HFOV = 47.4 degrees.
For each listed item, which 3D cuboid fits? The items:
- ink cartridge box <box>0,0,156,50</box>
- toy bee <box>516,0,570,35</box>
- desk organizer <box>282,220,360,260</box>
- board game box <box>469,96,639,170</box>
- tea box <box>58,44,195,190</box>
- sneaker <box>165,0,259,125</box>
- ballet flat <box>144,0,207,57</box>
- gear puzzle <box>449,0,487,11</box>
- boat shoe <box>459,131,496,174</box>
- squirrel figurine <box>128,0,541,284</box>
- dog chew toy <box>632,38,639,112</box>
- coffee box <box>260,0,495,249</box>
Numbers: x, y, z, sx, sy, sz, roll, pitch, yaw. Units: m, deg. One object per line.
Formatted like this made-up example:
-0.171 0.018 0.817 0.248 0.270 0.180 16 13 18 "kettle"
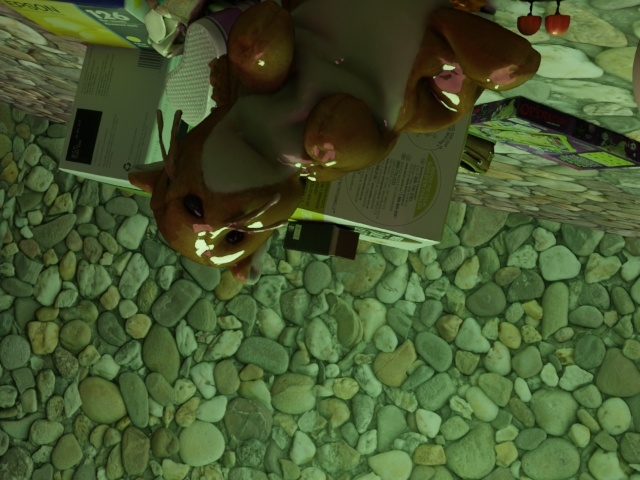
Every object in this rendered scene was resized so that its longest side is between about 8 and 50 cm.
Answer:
-0.433 -0.431 1.327 0.304 0.072 0.307 13 179 20 "ink cartridge box"
0.201 -0.266 0.615 0.298 0.162 0.195 15 175 -33 "toy bee"
0.000 0.000 1.121 0.050 0.047 0.130 13 177 -34 "desk organizer"
0.484 -0.216 1.526 0.347 0.056 0.208 15 173 -23 "board game box"
-0.359 -0.265 1.618 0.220 0.328 0.323 12 178 20 "tea box"
-0.166 -0.306 1.265 0.102 0.161 0.282 50 149 -2 "sneaker"
-0.245 -0.366 1.212 0.108 0.106 0.316 35 175 -1 "ballet flat"
0.094 -0.337 0.870 0.176 0.044 0.339 11 177 36 "gear puzzle"
0.257 -0.231 1.676 0.308 0.104 0.111 14 177 -6 "boat shoe"
-0.026 -0.134 0.817 0.281 0.370 0.397 39 -175 -8 "squirrel figurine"
0.475 -0.186 0.696 0.207 0.206 0.332 15 169 -27 "dog chew toy"
0.051 -0.183 1.172 0.335 0.338 0.337 13 178 1 "coffee box"
